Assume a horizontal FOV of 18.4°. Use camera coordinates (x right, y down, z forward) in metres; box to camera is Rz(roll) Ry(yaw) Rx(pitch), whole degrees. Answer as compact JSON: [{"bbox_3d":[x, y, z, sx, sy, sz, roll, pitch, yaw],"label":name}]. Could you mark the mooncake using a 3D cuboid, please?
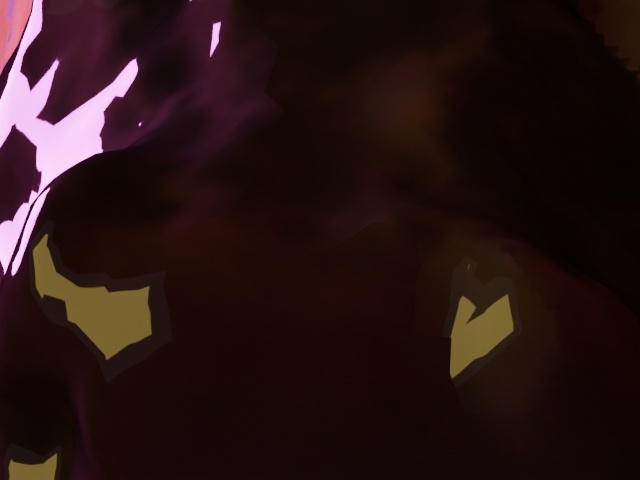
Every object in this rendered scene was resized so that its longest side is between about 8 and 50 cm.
[{"bbox_3d":[0.000,0.000,0.627,0.381,0.212,0.351,-90,4,-45],"label":"mooncake"}]
